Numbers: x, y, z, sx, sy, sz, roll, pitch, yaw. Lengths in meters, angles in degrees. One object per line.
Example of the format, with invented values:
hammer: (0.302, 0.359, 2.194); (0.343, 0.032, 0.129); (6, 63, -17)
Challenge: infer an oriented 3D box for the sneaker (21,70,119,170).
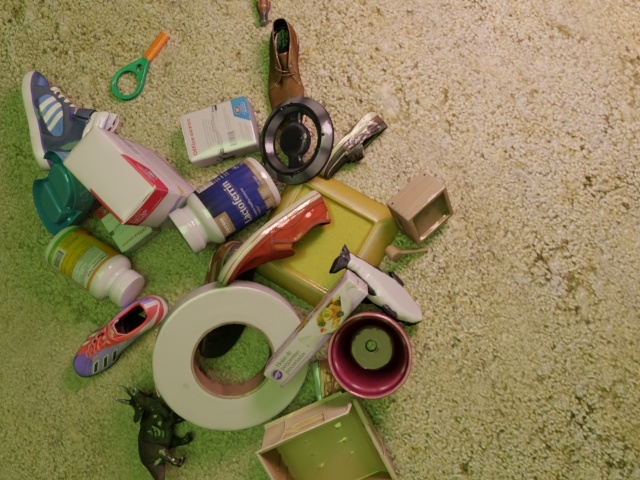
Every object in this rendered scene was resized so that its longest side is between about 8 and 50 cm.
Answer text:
sneaker: (-0.700, -0.357, 1.539); (0.236, 0.130, 0.322); (-14, 73, -9)

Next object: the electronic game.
electronic game: (-0.064, -0.259, 1.399); (0.229, 0.048, 0.229); (-1, 88, 32)

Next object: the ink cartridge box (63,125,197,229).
ink cartridge box: (-0.464, -0.148, 1.382); (0.226, 0.306, 0.131); (43, 94, 9)

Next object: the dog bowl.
dog bowl: (-0.692, -0.130, 1.456); (0.297, 0.074, 0.166); (-37, 81, 44)

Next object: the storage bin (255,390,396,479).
storage bin: (0.022, 0.542, 1.319); (0.260, 0.123, 0.262); (-26, 100, 6)

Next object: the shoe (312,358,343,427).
shoe: (0.034, 0.395, 1.394); (0.081, 0.063, 0.178); (-11, 81, 10)

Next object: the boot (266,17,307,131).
boot: (-0.100, -0.445, 1.451); (0.112, 0.115, 0.305); (-6, 88, 3)

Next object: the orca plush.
orca plush: (0.125, 0.139, 1.356); (0.102, 0.287, 0.151); (-39, 37, 32)

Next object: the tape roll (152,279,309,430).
tape roll: (-0.224, 0.292, 1.358); (0.392, 0.072, 0.392); (-2, 103, -11)

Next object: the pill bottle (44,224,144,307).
pill bottle: (-0.612, 0.076, 1.473); (0.246, 0.136, 0.136); (32, 91, 9)

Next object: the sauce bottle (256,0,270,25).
sauce bottle: (-0.162, -0.672, 1.513); (0.042, 0.042, 0.128); (-1, 86, 8)

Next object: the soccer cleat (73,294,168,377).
soccer cleat: (-0.564, 0.261, 1.462); (0.318, 0.116, 0.108); (-37, 82, 4)

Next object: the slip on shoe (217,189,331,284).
slip on shoe: (-0.110, 0.007, 1.317); (0.331, 0.123, 0.101); (-38, 92, -15)

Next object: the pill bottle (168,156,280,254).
pill bottle: (-0.249, -0.087, 1.394); (0.265, 0.153, 0.153); (-36, 82, -13)

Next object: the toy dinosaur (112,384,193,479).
toy dinosaur: (-0.433, 0.528, 1.442); (0.160, 0.121, 0.313); (-10, 89, 19)

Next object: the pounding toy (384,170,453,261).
pounding toy: (0.229, -0.043, 1.370); (0.206, 0.181, 0.094); (-42, 53, -4)

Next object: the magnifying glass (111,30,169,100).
magnifying glass: (-0.519, -0.508, 1.562); (0.092, 0.026, 0.231); (39, 94, 9)

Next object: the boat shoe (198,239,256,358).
boat shoe: (-0.262, 0.151, 1.439); (0.120, 0.123, 0.324); (25, 101, 42)

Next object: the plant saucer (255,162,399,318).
plant saucer: (0.000, 0.000, 1.421); (0.333, 0.081, 0.332); (29, 91, 9)

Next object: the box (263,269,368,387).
box: (-0.013, 0.211, 1.276); (0.063, 0.067, 0.324); (38, 106, -7)

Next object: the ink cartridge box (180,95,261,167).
ink cartridge box: (-0.271, -0.296, 1.479); (0.191, 0.082, 0.139); (-15, 84, 8)

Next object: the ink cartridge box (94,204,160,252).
ink cartridge box: (-0.540, -0.054, 1.509); (0.109, 0.063, 0.150); (-36, 82, 4)

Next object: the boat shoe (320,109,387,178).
boat shoe: (0.090, -0.246, 1.425); (0.073, 0.080, 0.223); (40, 85, 10)

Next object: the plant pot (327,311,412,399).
plant pot: (0.126, 0.274, 1.331); (0.201, 0.180, 0.201); (-1, 85, 8)
